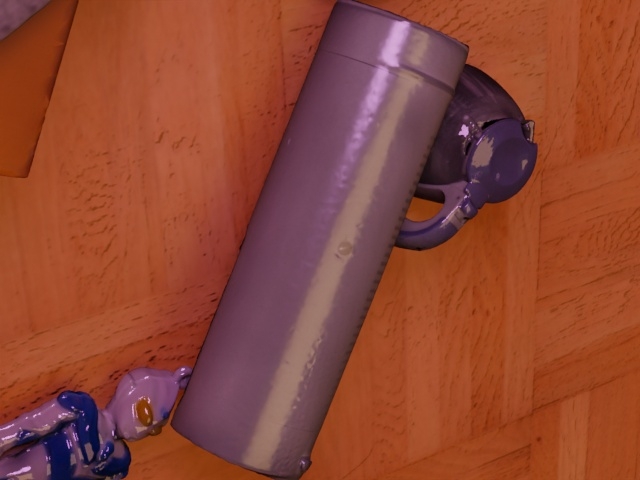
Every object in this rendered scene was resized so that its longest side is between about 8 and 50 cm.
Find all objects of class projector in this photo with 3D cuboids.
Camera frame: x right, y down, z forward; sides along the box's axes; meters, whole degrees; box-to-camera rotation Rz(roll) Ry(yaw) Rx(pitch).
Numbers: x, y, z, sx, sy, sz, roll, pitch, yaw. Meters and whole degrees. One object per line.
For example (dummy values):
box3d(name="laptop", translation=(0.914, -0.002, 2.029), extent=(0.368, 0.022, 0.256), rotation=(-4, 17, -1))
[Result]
box3d(name="projector", translation=(0.000, 0.000, 1.027), extent=(0.108, 0.108, 0.337), rotation=(20, 93, -39))

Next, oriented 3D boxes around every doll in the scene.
box3d(name="doll", translation=(-0.187, 0.159, 1.037), extent=(0.227, 0.057, 0.114), rotation=(-39, 125, -10))

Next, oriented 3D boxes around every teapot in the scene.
box3d(name="teapot", translation=(0.097, -0.068, 1.085), extent=(0.149, 0.108, 0.111), rotation=(-25, 123, -23))

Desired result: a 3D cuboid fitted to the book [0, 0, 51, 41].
box3d(name="book", translation=(-0.236, -0.168, 0.673), extent=(0.352, 0.035, 0.239), rotation=(-42, 131, -10))

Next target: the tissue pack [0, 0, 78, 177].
box3d(name="tissue pack", translation=(-0.235, -0.194, 0.773), extent=(0.194, 0.145, 0.274), rotation=(9, 106, -39))
